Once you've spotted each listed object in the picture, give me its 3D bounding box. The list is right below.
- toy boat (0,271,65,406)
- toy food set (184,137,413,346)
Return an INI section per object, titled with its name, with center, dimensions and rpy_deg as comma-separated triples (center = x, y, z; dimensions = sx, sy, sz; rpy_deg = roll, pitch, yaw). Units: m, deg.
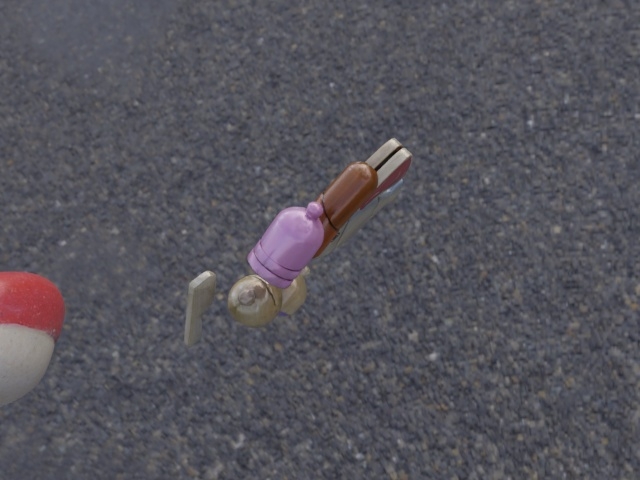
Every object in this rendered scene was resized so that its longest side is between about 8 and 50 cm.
[toy boat]
center = -0.265, 0.015, 0.526
dimensions = 0.231, 0.151, 0.151
rpy_deg = 17, 67, -17
[toy food set]
center = 0.000, 0.000, 0.351
dimensions = 0.122, 0.078, 0.019
rpy_deg = -39, 74, -26
